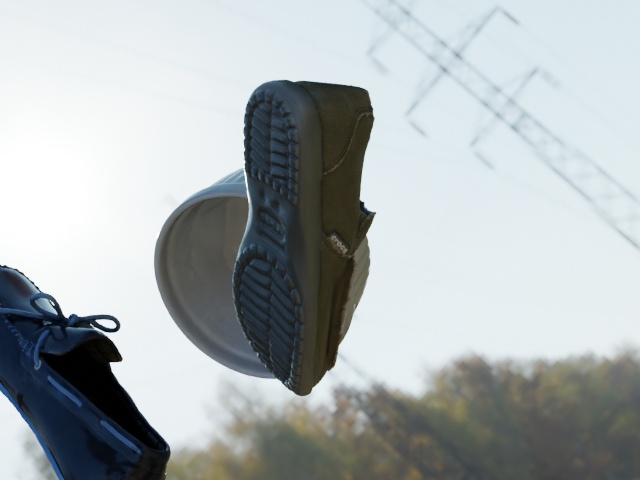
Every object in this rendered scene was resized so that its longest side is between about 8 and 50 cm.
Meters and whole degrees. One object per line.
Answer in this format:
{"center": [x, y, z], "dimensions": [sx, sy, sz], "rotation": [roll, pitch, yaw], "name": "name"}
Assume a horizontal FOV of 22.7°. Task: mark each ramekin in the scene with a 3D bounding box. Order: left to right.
{"center": [-0.049, 0.022, 1.569], "dimensions": [0.207, 0.207, 0.109], "rotation": [-58, -5, 36], "name": "ramekin"}

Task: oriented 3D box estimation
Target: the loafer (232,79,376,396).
{"center": [0.000, 0.000, 1.088], "dimensions": [0.087, 0.094, 0.251], "rotation": [-20, -46, -29], "name": "loafer"}

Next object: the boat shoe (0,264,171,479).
{"center": [-0.185, 0.102, 1.240], "dimensions": [0.109, 0.258, 0.089], "rotation": [0, -48, -54], "name": "boat shoe"}
